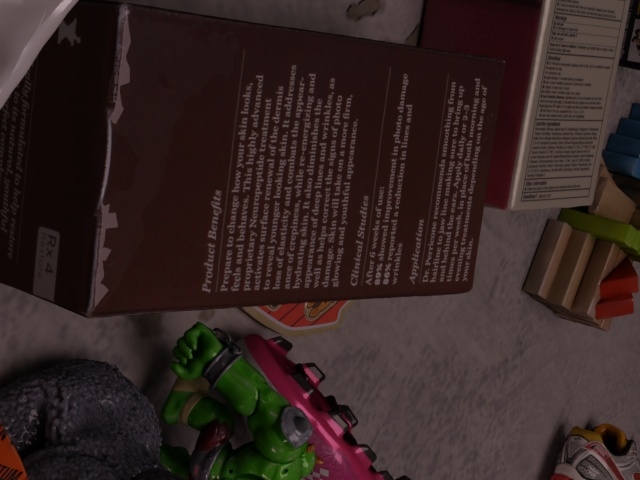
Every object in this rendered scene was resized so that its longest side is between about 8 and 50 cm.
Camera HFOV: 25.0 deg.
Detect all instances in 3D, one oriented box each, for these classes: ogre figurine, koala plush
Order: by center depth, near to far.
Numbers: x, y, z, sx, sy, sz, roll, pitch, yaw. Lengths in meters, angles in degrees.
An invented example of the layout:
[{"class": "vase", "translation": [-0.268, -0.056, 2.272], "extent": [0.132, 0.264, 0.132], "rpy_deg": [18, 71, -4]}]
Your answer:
[{"class": "koala plush", "translation": [-0.130, 0.197, 0.964], "extent": [0.196, 0.221, 0.203], "rpy_deg": [33, 77, -51]}, {"class": "ogre figurine", "translation": [-0.067, 0.165, 1.085], "extent": [0.097, 0.118, 0.197], "rpy_deg": [-12, 126, -63]}]

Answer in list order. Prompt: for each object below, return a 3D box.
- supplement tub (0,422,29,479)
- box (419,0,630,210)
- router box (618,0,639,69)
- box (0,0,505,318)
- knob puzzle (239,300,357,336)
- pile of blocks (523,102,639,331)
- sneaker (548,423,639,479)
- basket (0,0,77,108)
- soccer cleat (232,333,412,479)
[{"class": "supplement tub", "translation": [-0.324, 0.194, 0.734], "extent": [0.338, 0.207, 0.207], "rpy_deg": [-32, 127, -40]}, {"class": "box", "translation": [0.175, -0.152, 1.288], "extent": [0.148, 0.126, 0.232], "rpy_deg": [-4, 106, -50]}, {"class": "router box", "translation": [0.386, -0.259, 1.504], "extent": [0.046, 0.133, 0.179], "rpy_deg": [0, 104, -51]}, {"class": "box", "translation": [-0.043, -0.057, 1.021], "extent": [0.381, 0.143, 0.191], "rpy_deg": [0, 101, -48]}, {"class": "knob puzzle", "translation": [0.000, 0.000, 1.207], "extent": [0.213, 0.030, 0.213], "rpy_deg": [-23, 121, -45]}, {"class": "pile of blocks", "translation": [0.361, -0.051, 1.570], "extent": [0.362, 0.112, 0.149], "rpy_deg": [-52, 138, -25]}, {"class": "sneaker", "translation": [0.352, 0.267, 1.700], "extent": [0.225, 0.088, 0.093], "rpy_deg": [18, 88, -53]}, {"class": "basket", "translation": [-0.320, -0.134, 0.567], "extent": [0.331, 0.266, 0.328], "rpy_deg": [-57, 140, -19]}, {"class": "soccer cleat", "translation": [-0.006, 0.219, 1.219], "extent": [0.143, 0.116, 0.331], "rpy_deg": [-36, 125, 2]}]
